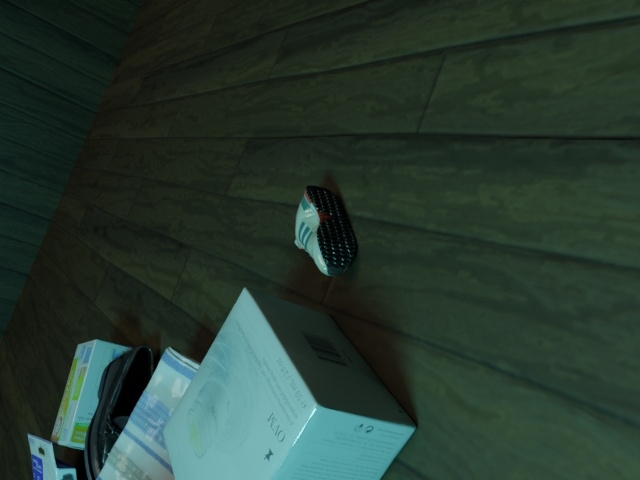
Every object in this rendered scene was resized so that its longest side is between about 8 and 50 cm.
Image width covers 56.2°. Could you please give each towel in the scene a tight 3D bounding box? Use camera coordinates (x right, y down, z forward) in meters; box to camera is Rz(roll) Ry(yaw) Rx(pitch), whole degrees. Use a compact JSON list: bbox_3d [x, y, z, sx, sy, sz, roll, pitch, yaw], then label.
[{"bbox_3d":[-0.230,0.310,0.873,0.209,0.034,0.285,19,76,40],"label":"towel"}]

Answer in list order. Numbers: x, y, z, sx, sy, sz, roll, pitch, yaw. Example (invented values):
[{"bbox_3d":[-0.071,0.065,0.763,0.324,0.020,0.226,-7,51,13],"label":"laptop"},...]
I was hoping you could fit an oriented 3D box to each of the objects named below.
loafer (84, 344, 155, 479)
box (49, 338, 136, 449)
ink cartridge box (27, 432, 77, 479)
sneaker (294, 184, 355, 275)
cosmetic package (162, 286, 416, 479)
[{"bbox_3d":[-0.338,0.311,1.048,0.095,0.109,0.302,-44,36,22],"label":"loafer"},{"bbox_3d":[-0.444,0.311,1.192,0.114,0.103,0.203,-20,54,48],"label":"box"},{"bbox_3d":[-0.528,0.490,1.190,0.206,0.045,0.208,-14,84,51],"label":"ink cartridge box"},{"bbox_3d":[0.000,0.000,0.817,0.161,0.057,0.075,-106,33,-43],"label":"sneaker"},{"bbox_3d":[-0.052,0.213,0.673,0.224,0.138,0.224,-61,33,11],"label":"cosmetic package"}]
